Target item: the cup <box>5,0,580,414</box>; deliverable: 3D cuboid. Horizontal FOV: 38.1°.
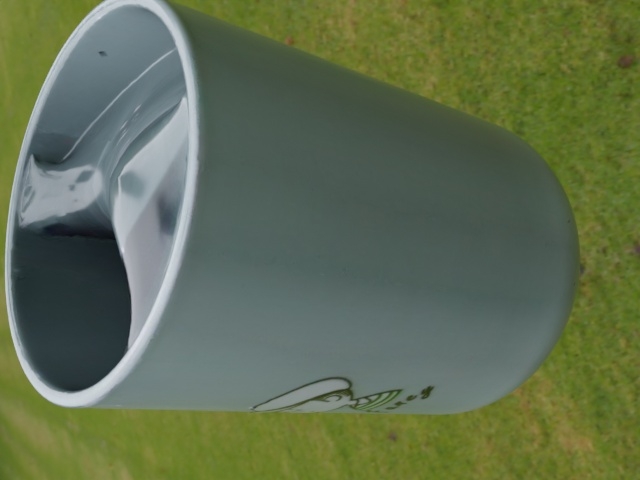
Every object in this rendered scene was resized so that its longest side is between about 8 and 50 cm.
[{"bbox_3d":[0.000,0.000,0.543,0.205,0.312,0.205,-17,68,49],"label":"cup"}]
